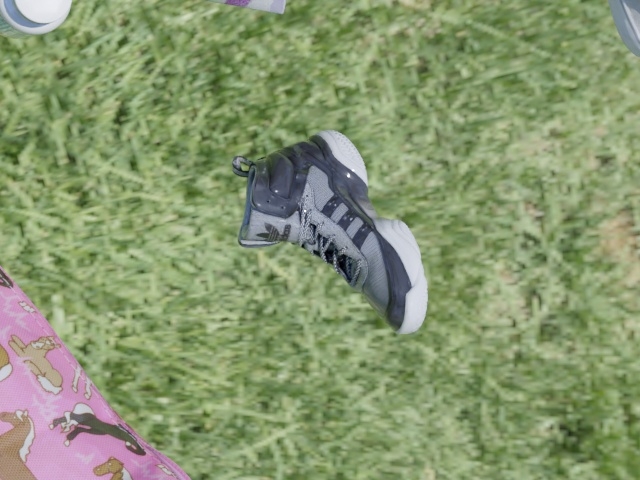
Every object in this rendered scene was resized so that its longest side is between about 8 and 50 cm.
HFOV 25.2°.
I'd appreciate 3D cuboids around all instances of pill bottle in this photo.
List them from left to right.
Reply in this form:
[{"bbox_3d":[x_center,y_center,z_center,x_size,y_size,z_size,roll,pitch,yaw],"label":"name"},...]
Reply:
[{"bbox_3d":[-0.337,-0.279,1.647,0.087,0.160,0.087,-2,96,-23],"label":"pill bottle"}]

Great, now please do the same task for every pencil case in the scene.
[{"bbox_3d":[-0.249,0.112,1.019,0.386,0.167,0.160,49,28,15],"label":"pencil case"}]

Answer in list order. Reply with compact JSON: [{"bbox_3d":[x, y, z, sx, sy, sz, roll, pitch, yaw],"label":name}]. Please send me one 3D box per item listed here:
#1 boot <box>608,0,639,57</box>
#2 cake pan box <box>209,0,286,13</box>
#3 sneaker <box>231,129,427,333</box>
[{"bbox_3d":[0.328,-0.317,1.430,0.095,0.123,0.258,-21,86,-37],"label":"boot"},{"bbox_3d":[-0.136,-0.370,1.483,0.245,0.267,0.070,9,51,-5],"label":"cake pan box"},{"bbox_3d":[0.000,0.000,1.521,0.153,0.101,0.268,-11,54,-26],"label":"sneaker"}]
